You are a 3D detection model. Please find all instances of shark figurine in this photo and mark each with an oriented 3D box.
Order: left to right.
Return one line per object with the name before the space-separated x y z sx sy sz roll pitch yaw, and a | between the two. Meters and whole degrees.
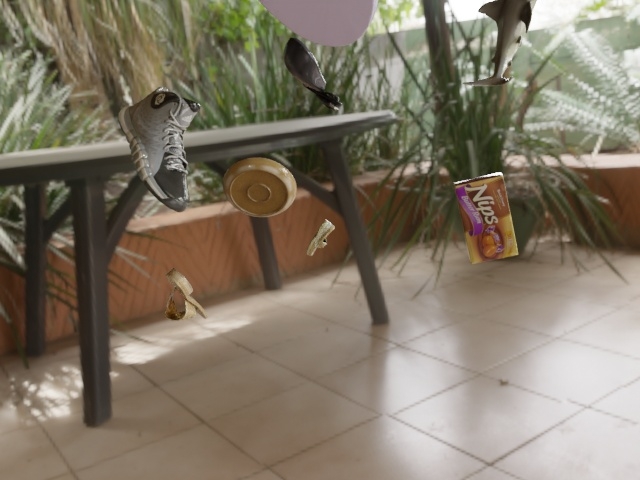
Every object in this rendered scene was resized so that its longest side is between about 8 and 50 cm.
shark figurine | 0.374 -0.440 1.404 0.116 0.278 0.166 21 8 8

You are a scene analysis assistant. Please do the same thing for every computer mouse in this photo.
computer mouse | -0.045 -0.512 2.094 0.072 0.272 0.188 -43 57 -4

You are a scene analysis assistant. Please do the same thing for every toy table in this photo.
toy table | -0.014 -0.424 0.941 0.252 0.274 0.161 -11 36 29

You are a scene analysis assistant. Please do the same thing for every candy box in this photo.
candy box | 0.373 -0.050 1.524 0.109 0.187 0.053 -12 13 10

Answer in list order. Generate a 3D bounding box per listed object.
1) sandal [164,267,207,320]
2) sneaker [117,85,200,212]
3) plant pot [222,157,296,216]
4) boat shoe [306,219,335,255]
sandal | -0.329 0.145 1.552 0.088 0.240 0.079 39 71 19
sneaker | -0.242 -0.166 1.107 0.132 0.229 0.086 -36 -24 12
plant pot | -0.194 -0.157 2.136 0.236 0.236 0.032 -5 42 9
boat shoe | 0.000 0.000 2.109 0.045 0.135 0.050 33 30 5
